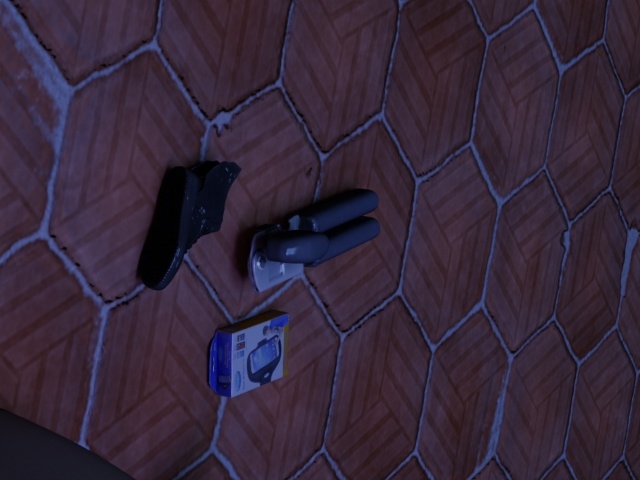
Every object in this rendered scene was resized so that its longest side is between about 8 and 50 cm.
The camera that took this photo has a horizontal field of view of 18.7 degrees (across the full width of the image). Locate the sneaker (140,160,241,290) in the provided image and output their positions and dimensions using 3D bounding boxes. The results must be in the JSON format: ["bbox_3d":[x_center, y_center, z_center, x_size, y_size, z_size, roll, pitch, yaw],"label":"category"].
[{"bbox_3d":[-0.144,-0.018,2.172,0.089,0.051,0.170,27,72,-52],"label":"sneaker"}]

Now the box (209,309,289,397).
[{"bbox_3d":[-0.085,0.137,2.328,0.136,0.028,0.081,-20,115,-56],"label":"box"}]

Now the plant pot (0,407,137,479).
[{"bbox_3d":[-0.248,0.312,1.889,0.256,0.274,0.256,-20,115,-53],"label":"plant pot"}]

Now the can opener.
[{"bbox_3d":[0.000,0.000,2.376,0.280,0.093,0.074,-27,119,-57],"label":"can opener"}]
